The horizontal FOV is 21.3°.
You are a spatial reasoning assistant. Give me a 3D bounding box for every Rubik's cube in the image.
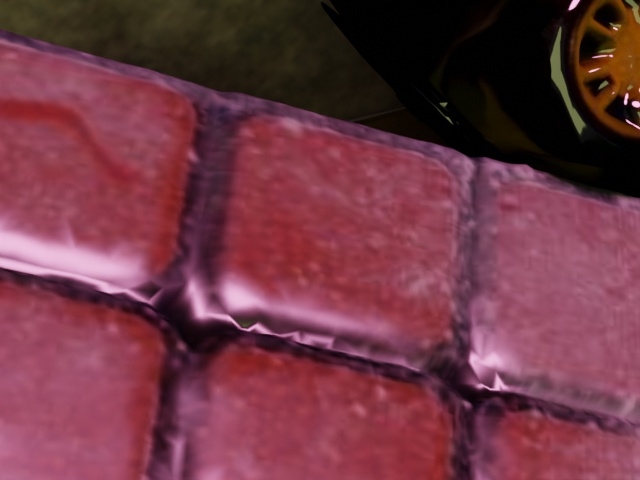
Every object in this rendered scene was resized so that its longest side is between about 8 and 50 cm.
[{"bbox_3d":[-0.016,0.190,0.542,0.344,0.344,0.337,17,142,-11],"label":"Rubik's cube"}]

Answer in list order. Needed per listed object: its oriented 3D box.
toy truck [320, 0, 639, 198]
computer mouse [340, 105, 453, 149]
[{"bbox_3d":[0.035,-0.209,0.555,0.254,0.180,0.405,-44,104,-3],"label":"toy truck"},{"bbox_3d":[0.000,0.001,0.693,0.199,0.045,0.102,-12,112,0],"label":"computer mouse"}]
